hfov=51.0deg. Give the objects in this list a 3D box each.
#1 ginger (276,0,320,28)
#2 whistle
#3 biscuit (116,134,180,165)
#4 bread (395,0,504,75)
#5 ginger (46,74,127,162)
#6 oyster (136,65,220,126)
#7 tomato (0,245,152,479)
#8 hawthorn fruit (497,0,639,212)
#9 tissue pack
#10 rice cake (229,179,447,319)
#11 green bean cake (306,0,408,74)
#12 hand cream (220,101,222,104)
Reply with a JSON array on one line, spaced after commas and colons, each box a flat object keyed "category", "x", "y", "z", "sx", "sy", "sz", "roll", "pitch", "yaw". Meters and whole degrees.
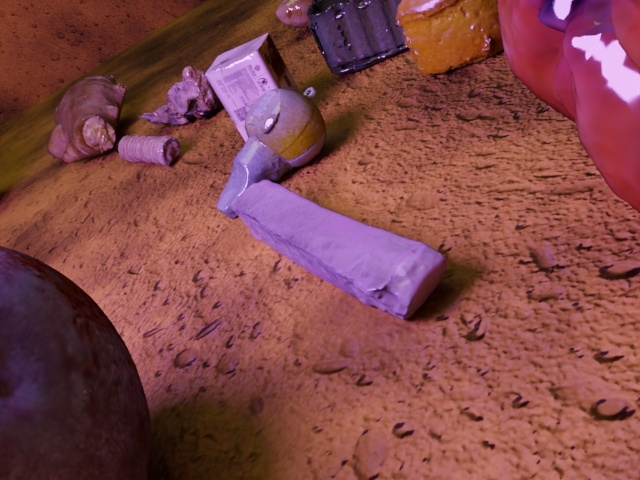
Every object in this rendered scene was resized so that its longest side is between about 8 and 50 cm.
[{"category": "ginger", "x": 0.110, "y": -0.601, "z": 1.555, "sx": 0.348, "sy": 0.122, "sz": 0.363, "roll": -44, "pitch": 25, "yaw": -28}, {"category": "whistle", "x": -0.067, "y": -0.124, "z": 0.958, "sx": 0.223, "sy": 0.123, "sz": 0.123, "roll": -57, "pitch": 33, "yaw": -5}, {"category": "biscuit", "x": -0.344, "y": -0.179, "z": 1.329, "sx": 0.219, "sy": 0.055, "sz": 0.061, "roll": 9, "pitch": 83, "yaw": 51}, {"category": "bread", "x": 0.243, "y": -0.361, "z": 0.984, "sx": 0.147, "sy": 0.160, "sz": 0.261, "roll": 18, "pitch": 50, "yaw": 44}, {"category": "ginger", "x": -0.587, "y": -0.287, "z": 1.624, "sx": 0.237, "sy": 0.165, "sz": 0.375, "roll": -17, "pitch": 24, "yaw": 4}, {"category": "oyster", "x": -0.286, "y": -0.295, "z": 1.440, "sx": 0.161, "sy": 0.107, "sz": 0.233, "roll": -50, "pitch": 16, "yaw": -24}, {"category": "tomato", "x": -0.280, "y": 0.148, "z": 0.470, "sx": 0.282, "sy": 0.317, "sz": 0.316, "roll": -41, "pitch": 17, "yaw": 39}, {"category": "hawthorn fruit", "x": 0.338, "y": -0.215, "z": 0.403, "sx": 0.472, "sy": 0.471, "sz": 0.471, "roll": -23, "pitch": 29, "yaw": 13}, {"category": "tissue pack", "x": -0.101, "y": -0.248, "z": 1.114, "sx": 0.106, "sy": 0.148, "sz": 0.099, "roll": -17, "pitch": 31, "yaw": 23}, {"category": "rice cake", "x": 0.000, "y": 0.000, "z": 0.716, "sx": 0.073, "sy": 0.056, "sz": 0.365, "roll": -44, "pitch": 31, "yaw": -13}, {"category": "green bean cake", "x": 0.105, "y": -0.427, "z": 1.236, "sx": 0.241, "sy": 0.132, "sz": 0.255, "roll": -22, "pitch": 27, "yaw": 14}, {"category": "hand cream", "x": -0.190, "y": -0.372, "z": 1.524, "sx": 0.083, "sy": 0.048, "sz": 0.224, "roll": -24, "pitch": 35, "yaw": 11}]
